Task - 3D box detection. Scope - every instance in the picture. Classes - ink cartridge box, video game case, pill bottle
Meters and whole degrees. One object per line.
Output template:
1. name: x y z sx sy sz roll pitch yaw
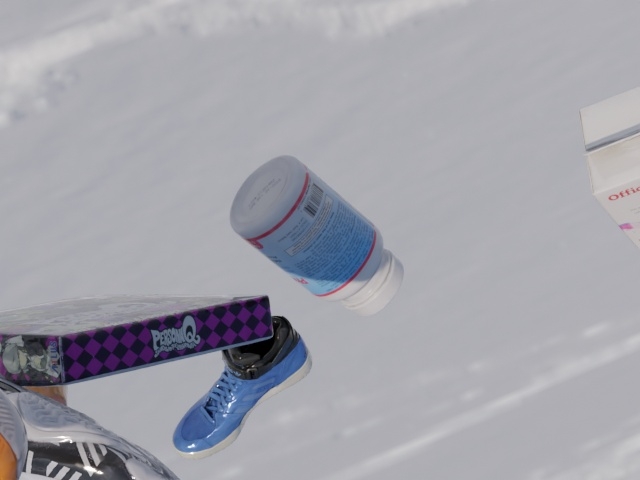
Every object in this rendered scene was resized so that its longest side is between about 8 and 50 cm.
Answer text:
1. ink cartridge box: 0.275 -0.060 1.582 0.092 0.090 0.143 -21 140 22
2. video game case: -0.189 0.074 1.524 0.210 0.041 0.232 -2 -175 40
3. pill bottle: 0.000 0.000 1.791 0.087 0.087 0.160 -29 125 33

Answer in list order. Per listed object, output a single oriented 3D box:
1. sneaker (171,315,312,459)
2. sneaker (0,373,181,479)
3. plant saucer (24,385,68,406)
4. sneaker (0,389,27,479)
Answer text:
1. sneaker: -0.080 0.125 1.752 0.152 0.058 0.084 -37 142 -8
2. sneaker: -0.260 0.181 1.302 0.210 0.366 0.137 -63 170 -6
3. plant saucer: -0.295 0.188 1.761 0.200 0.037 0.200 -46 163 -18
4. sneaker: -0.251 0.107 0.989 0.125 0.321 0.180 -12 125 -28
